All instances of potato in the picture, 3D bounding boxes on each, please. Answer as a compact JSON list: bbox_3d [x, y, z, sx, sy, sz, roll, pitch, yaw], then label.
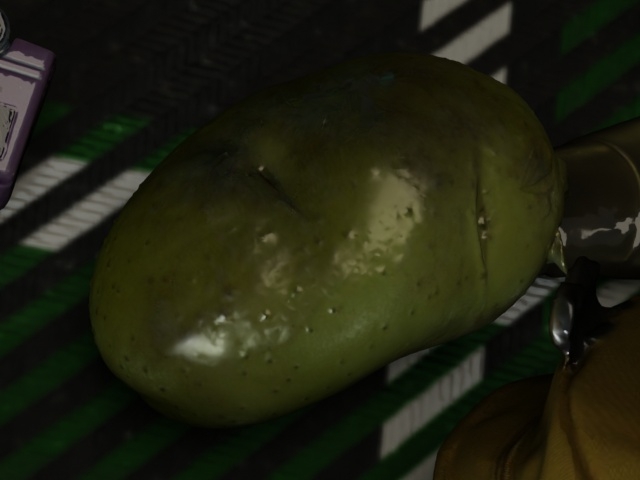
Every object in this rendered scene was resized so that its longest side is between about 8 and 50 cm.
[{"bbox_3d":[0.000,0.000,0.999,0.248,0.143,0.169,-30,40,-5],"label":"potato"}]

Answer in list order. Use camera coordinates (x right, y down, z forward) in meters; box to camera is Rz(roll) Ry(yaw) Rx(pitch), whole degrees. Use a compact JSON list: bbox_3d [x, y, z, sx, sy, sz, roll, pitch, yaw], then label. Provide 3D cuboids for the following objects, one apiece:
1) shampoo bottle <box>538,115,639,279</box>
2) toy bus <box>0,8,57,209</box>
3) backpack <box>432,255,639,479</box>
[{"bbox_3d":[0.268,-0.036,1.104,0.350,0.084,0.125,-9,72,-15],"label":"shampoo bottle"},{"bbox_3d":[-0.231,-0.081,1.005,0.178,0.087,0.098,17,76,-9],"label":"toy bus"},{"bbox_3d":[0.228,0.176,0.914,0.378,0.353,0.201,38,113,4],"label":"backpack"}]
